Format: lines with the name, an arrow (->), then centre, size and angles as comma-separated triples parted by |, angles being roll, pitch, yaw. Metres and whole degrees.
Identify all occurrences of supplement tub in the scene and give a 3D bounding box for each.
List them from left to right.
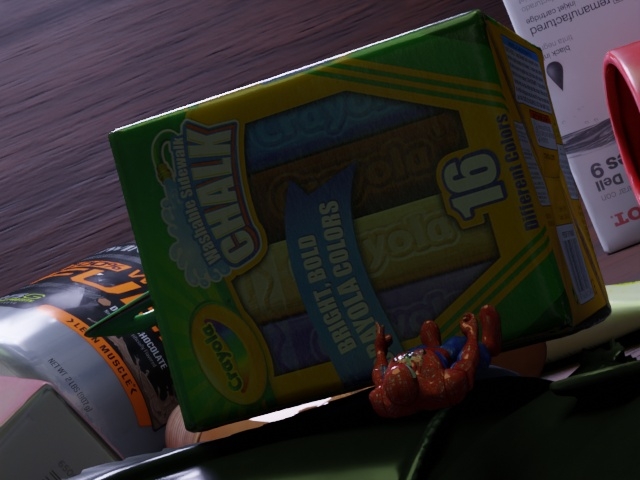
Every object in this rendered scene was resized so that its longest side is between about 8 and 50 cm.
supplement tub -> -0.177, 0.122, 1.302 | 0.207, 0.207, 0.338 | -20, 5, 30

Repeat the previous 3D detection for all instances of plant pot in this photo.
plant pot -> 0.368, -0.110, 1.496 | 0.174, 0.191, 0.191 | -20, 4, 1

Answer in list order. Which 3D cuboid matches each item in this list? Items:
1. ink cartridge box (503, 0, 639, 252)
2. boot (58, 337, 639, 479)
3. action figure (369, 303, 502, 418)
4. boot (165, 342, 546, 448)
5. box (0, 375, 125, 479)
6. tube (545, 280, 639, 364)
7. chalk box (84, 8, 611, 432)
ink cartridge box -> 0.334, -0.160, 1.650 | 0.211, 0.289, 0.121 | -22, 7, 13
boot -> 0.085, 0.120, 0.510 | 0.367, 0.146, 0.445 | -28, 11, -35
action figure -> 0.038, 0.040, 0.556 | 0.038, 0.030, 0.115 | -11, 5, 15
boot -> 0.063, 0.105, 0.985 | 0.283, 0.109, 0.220 | -8, 6, -26
box -> -0.216, 0.171, 0.983 | 0.148, 0.127, 0.232 | -48, 22, -23
tube -> 0.168, 0.066, 1.234 | 0.240, 0.062, 0.070 | -16, 47, 21
chalk box -> 0.000, 0.000, 0.704 | 0.213, 0.132, 0.132 | -15, -4, 16
